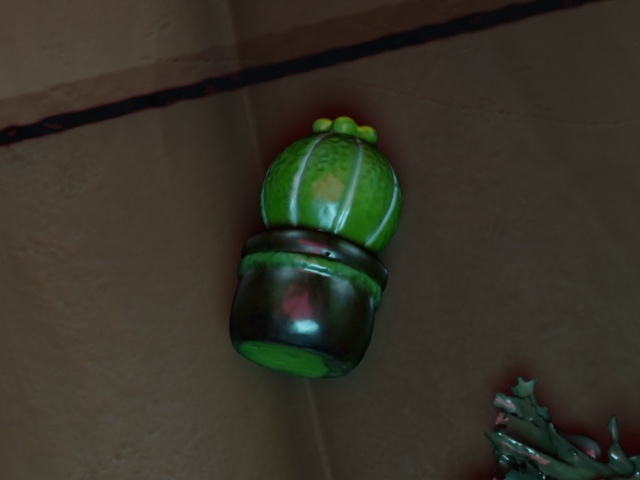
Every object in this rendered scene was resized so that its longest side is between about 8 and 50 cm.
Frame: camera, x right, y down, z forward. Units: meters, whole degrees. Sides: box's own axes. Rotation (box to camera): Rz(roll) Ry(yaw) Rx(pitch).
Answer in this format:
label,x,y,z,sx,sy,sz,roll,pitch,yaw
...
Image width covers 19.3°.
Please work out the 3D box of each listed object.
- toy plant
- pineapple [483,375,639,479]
label,x,y,z,sx,sy,sz,roll,pitch,yaw
toy plant,0.000,0.000,1.171,0.093,0.093,0.162,11,70,9
pineapple,0.253,0.168,1.058,0.361,0.175,0.175,14,69,26
